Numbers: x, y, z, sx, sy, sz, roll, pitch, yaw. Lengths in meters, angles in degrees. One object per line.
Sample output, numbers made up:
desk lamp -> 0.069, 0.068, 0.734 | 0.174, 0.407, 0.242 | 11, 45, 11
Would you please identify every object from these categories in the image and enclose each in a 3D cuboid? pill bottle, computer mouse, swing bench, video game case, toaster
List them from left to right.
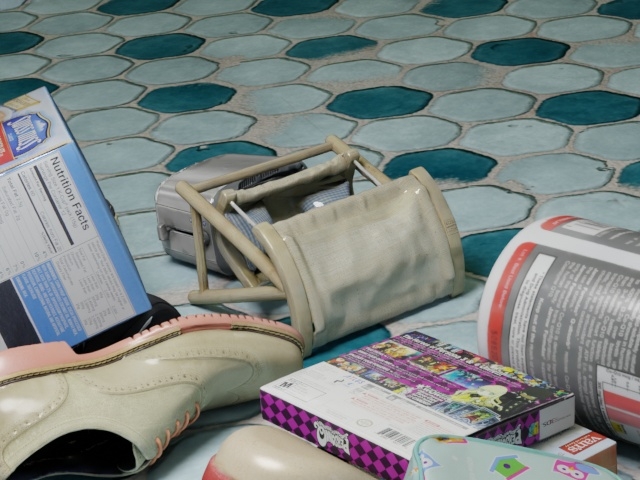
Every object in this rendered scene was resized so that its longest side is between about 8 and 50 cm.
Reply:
computer mouse -> -0.231, 0.118, 2.100 | 0.184, 0.060, 0.262 | 10, 27, 35
toaster -> -0.112, -0.044, 2.385 | 0.146, 0.129, 0.227 | 11, 28, 40
swing bench -> 0.000, 0.000, 2.197 | 0.253, 0.165, 0.254 | -20, 26, -33
video game case -> 0.092, 0.161, 1.749 | 0.210, 0.042, 0.232 | -18, 24, -36
pill bottle -> 0.352, 0.108, 1.781 | 0.210, 0.210, 0.363 | -25, 29, -39

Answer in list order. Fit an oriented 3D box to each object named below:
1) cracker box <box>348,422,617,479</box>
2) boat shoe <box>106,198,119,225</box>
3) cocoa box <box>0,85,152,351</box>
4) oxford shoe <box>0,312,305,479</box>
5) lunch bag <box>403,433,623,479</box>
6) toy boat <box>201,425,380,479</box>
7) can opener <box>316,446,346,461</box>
cracker box -> 0.155, 0.214, 1.756 | 0.155, 0.067, 0.232 | -20, 25, -32
boat shoe -> -0.392, -0.013, 2.419 | 0.285, 0.092, 0.103 | -23, 28, -37
cocoa box -> -0.365, -0.013, 2.139 | 0.228, 0.231, 0.347 | -26, 20, -6
oxford shoe -> -0.184, 0.181, 1.897 | 0.397, 0.140, 0.146 | -11, 53, -25
lunch bag -> 0.170, 0.286, 1.445 | 0.224, 0.108, 0.279 | 13, 32, -9
toy boat -> -0.014, 0.263, 1.591 | 0.231, 0.151, 0.151 | 32, -8, -41
can opener -> 0.044, 0.191, 1.867 | 0.073, 0.059, 0.186 | 33, 46, 17
